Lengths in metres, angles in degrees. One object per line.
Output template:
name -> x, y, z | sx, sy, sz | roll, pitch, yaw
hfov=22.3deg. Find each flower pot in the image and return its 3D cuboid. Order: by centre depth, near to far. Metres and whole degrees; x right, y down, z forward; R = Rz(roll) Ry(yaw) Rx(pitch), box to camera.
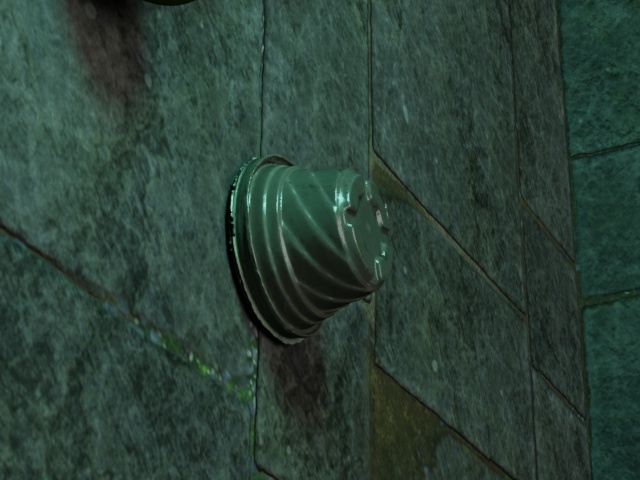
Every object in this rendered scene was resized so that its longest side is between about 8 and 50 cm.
flower pot -> 0.000, 0.000, 1.926 | 0.235, 0.141, 0.235 | -12, 90, -69

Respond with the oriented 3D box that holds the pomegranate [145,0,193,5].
pomegranate -> -0.158, -0.338, 1.707 | 0.224, 0.182, 0.181 | -77, 150, -75
